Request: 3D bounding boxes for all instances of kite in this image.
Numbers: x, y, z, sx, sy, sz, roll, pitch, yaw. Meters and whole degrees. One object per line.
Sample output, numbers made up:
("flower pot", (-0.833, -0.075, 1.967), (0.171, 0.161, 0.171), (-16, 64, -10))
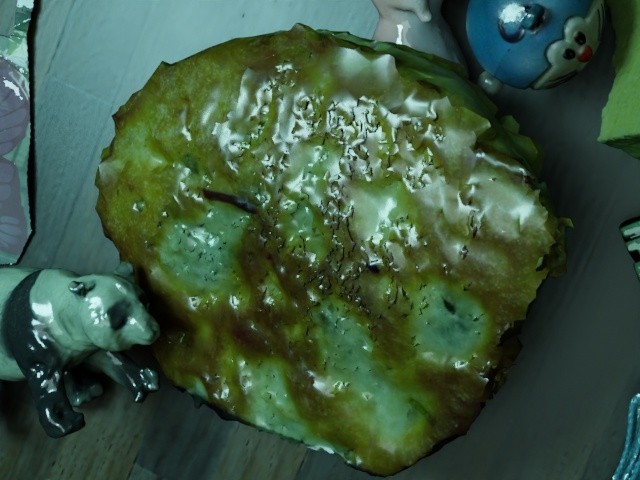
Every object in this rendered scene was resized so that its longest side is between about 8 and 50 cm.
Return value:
("kite", (-0.298, -0.156, 1.043), (0.204, 0.022, 0.360), (14, 98, 15))

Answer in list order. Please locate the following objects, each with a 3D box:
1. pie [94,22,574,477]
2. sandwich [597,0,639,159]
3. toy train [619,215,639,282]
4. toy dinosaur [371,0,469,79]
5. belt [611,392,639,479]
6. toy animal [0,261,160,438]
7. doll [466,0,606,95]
("pie", (0.000, 0.000, 0.885), (0.354, 0.103, 0.288), (16, 112, 27))
("sandwich", (0.244, -0.109, 0.760), (0.063, 0.245, 0.212), (17, 137, -21))
("toy train", (0.286, 0.013, 0.849), (0.170, 0.071, 0.111), (-22, 77, 15))
("toy dinosaur", (0.055, -0.204, 0.897), (0.194, 0.152, 0.177), (34, 131, 6))
("belt", (0.230, 0.172, 0.842), (0.100, 0.065, 0.179), (6, 69, 35))
("toy animal", (-0.196, 0.074, 0.959), (0.225, 0.094, 0.121), (-8, 100, 51))
("doll", (0.138, -0.141, 0.840), (0.085, 0.152, 0.114), (34, 100, 5))
